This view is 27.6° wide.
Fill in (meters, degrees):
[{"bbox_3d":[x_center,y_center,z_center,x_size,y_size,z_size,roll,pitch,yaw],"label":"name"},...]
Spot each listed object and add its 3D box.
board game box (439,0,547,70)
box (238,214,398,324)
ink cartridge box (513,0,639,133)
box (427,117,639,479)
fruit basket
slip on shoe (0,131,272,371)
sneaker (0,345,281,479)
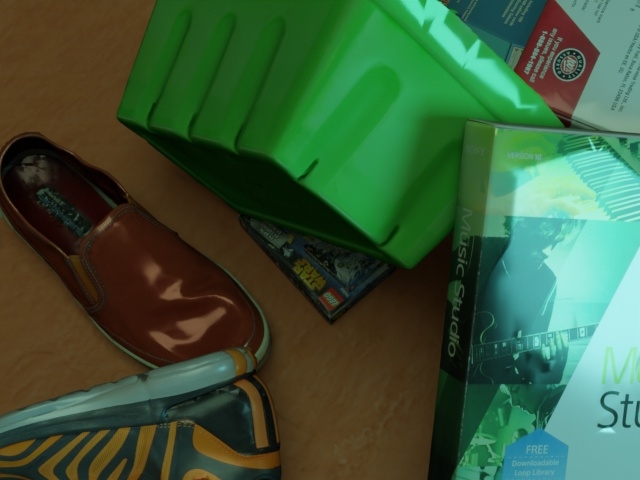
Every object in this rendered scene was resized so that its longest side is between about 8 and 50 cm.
[{"bbox_3d":[0.270,-0.187,1.266,0.336,0.079,0.253,28,75,13],"label":"board game box"},{"bbox_3d":[0.000,0.000,1.243,0.094,0.027,0.137,-39,72,-11],"label":"box"},{"bbox_3d":[0.319,-0.135,1.139,0.273,0.114,0.197,23,73,12],"label":"ink cartridge box"},{"bbox_3d":[0.207,0.074,1.006,0.232,0.058,0.322,2,97,-21],"label":"box"},{"bbox_3d":[0.026,-0.200,1.098,0.392,0.283,0.392,-32,37,28],"label":"fruit basket"},{"bbox_3d":[-0.184,0.016,1.211,0.331,0.101,0.123,40,76,15],"label":"slip on shoe"},{"bbox_3d":[-0.185,0.216,1.127,0.321,0.124,0.180,-17,87,15],"label":"sneaker"}]
